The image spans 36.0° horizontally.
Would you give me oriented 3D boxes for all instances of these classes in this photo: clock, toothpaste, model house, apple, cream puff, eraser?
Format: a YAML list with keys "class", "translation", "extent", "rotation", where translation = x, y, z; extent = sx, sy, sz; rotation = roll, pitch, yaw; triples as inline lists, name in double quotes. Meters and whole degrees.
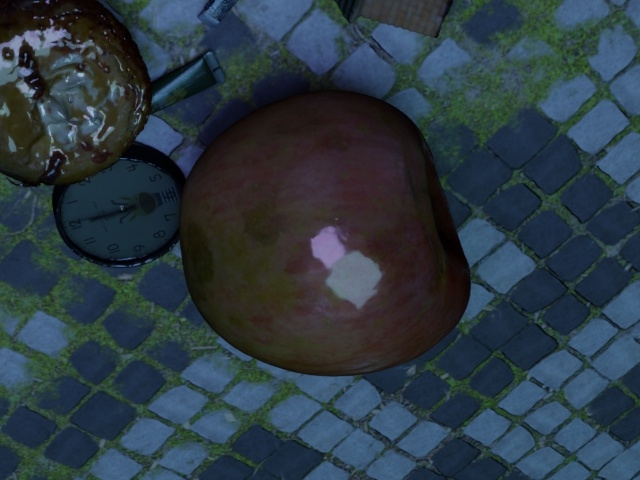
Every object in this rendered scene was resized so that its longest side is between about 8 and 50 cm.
- class: "clock"
  translation: [-0.264, -0.043, 1.316]
  extent: [0.184, 0.040, 0.185]
  rotation: [-7, 125, -11]
- class: "toothpaste"
  translation: [-0.218, -0.176, 1.244]
  extent: [0.204, 0.031, 0.049]
  rotation: [-26, 127, 1]
- class: "model house"
  translation: [0.084, -0.350, 1.140]
  extent: [0.172, 0.166, 0.183]
  rotation: [11, 137, -4]
- class: "apple"
  translation: [0.000, 0.000, 1.232]
  extent: [0.363, 0.364, 0.364]
  rotation: [-7, 125, -10]
- class: "cream puff"
  translation: [-0.317, -0.178, 1.137]
  extent: [0.240, 0.164, 0.240]
  rotation: [-16, 130, -20]
- class: "eraser"
  translation: [-0.111, -0.300, 1.193]
  extent: [0.027, 0.019, 0.099]
  rotation: [31, 110, -30]
